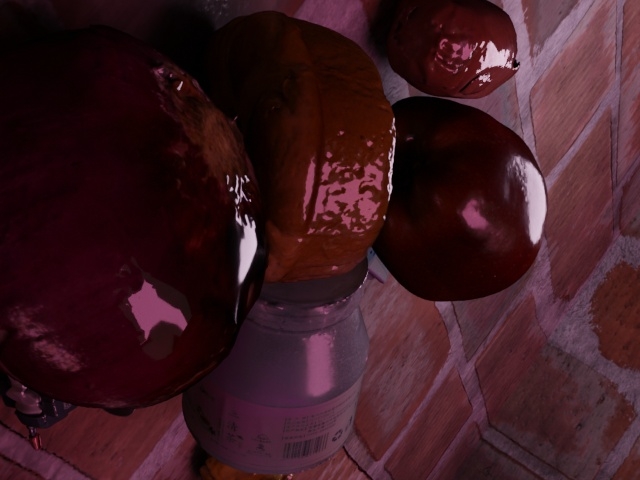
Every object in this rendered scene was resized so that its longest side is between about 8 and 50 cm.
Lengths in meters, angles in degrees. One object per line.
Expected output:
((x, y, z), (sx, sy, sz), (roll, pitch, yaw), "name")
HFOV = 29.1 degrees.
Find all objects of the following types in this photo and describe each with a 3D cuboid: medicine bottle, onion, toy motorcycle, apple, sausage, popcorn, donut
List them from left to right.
((-0.238, 0.006, 1.086), (0.385, 0.348, 0.348), (-28, 164, 18), "onion")
((-0.267, 0.149, 1.409), (0.221, 0.102, 0.150), (-29, 123, -53), "toy motorcycle")
((-0.111, 0.348, 1.908), (0.148, 0.152, 0.167), (-35, 143, -6), "popcorn")
((-0.053, 0.124, 1.612), (0.245, 0.245, 0.290), (-35, 146, -42), "medicine bottle")
((-0.041, -0.094, 1.298), (0.150, 0.317, 0.299), (3, 139, -22), "donut")
((0.184, -0.063, 1.800), (0.288, 0.288, 0.317), (-57, 144, -2), "apple")
((0.187, -0.270, 1.710), (0.280, 0.152, 0.152), (-11, 129, -63), "sausage")

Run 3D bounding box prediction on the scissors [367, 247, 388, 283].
((0.061, 0.025, 1.974), (0.125, 0.030, 0.256), (-56, 153, -5), "scissors")
